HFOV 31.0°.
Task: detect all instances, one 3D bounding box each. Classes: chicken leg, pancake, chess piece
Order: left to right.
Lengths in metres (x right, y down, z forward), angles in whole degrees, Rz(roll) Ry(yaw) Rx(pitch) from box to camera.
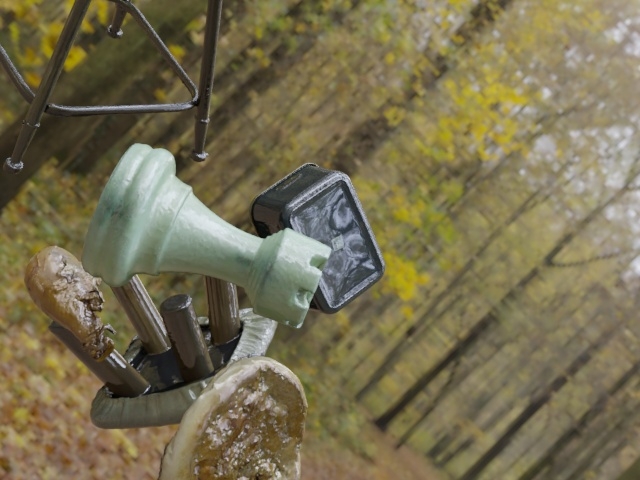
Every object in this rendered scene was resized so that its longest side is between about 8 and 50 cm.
[{"bbox_3d":[-0.353,0.095,1.672,0.207,0.085,0.101,48,9,30],"label":"chicken leg"},{"bbox_3d":[-0.144,0.009,1.525,0.299,0.195,0.194,22,-3,0],"label":"chess piece"},{"bbox_3d":[-0.115,0.295,1.596,0.049,0.282,0.282,12,-26,41],"label":"pancake"}]

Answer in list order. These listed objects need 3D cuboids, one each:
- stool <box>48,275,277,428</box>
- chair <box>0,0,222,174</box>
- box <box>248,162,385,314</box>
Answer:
[{"bbox_3d":[-0.268,0.154,2.031,0.310,0.310,0.226,-68,144,-56],"label":"stool"},{"bbox_3d":[-0.337,-0.382,1.783,0.364,0.410,0.362,-8,50,-40],"label":"chair"},{"bbox_3d":[0.000,0.000,1.700,0.090,0.144,0.201,14,-47,55],"label":"box"}]
